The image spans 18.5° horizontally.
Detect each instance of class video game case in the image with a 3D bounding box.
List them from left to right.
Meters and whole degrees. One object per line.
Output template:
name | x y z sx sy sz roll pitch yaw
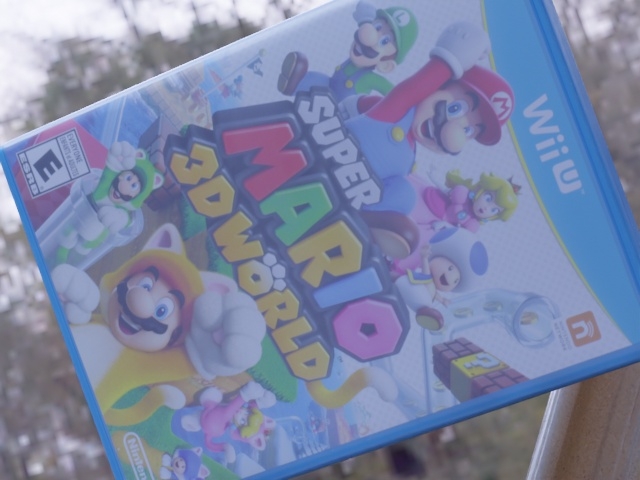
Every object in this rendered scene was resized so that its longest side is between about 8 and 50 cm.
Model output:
video game case | 0.000 0.000 0.542 0.166 0.119 0.015 -21 -2 21

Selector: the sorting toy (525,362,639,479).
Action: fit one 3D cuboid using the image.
sorting toy | 0.160 0.181 0.685 0.229 0.307 0.041 17 -4 -1
